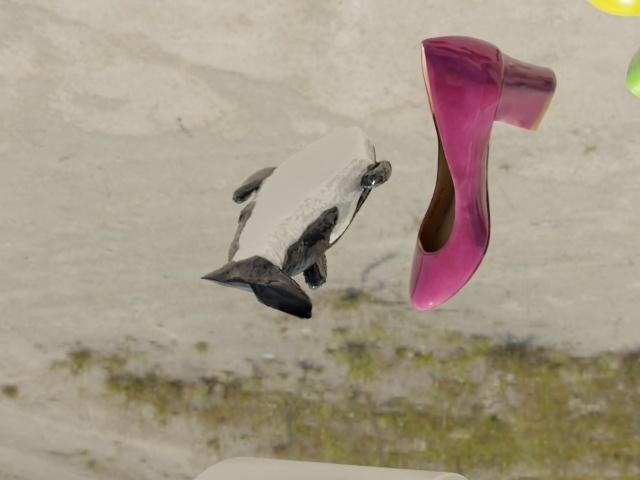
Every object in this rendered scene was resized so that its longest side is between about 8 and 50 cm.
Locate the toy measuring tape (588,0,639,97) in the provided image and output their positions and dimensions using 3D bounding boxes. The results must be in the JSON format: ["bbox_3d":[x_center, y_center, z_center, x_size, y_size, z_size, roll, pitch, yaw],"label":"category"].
[{"bbox_3d":[0.244,-0.074,0.289,0.330,0.121,0.121,14,156,5],"label":"toy measuring tape"}]

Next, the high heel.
[{"bbox_3d":[0.142,-0.079,1.176,0.181,0.127,0.377,11,114,-20],"label":"high heel"}]

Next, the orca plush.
[{"bbox_3d":[0.000,0.000,0.800,0.151,0.287,0.102,-14,114,10],"label":"orca plush"}]

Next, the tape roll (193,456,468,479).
[{"bbox_3d":[0.006,0.273,0.611,0.169,0.246,0.246,-3,154,26],"label":"tape roll"}]
